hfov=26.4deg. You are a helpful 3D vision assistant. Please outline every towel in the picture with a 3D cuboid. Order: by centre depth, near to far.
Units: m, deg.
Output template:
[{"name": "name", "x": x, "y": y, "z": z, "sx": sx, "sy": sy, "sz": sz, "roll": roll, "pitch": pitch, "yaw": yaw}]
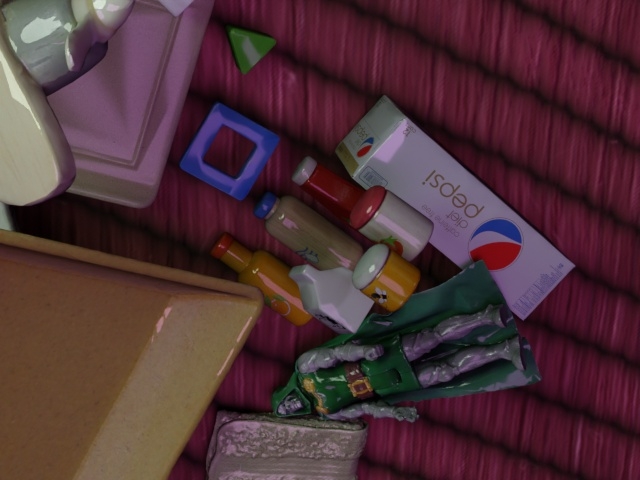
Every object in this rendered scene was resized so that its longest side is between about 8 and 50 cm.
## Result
[{"name": "towel", "x": -0.033, "y": 0.208, "z": 1.258, "sx": 0.148, "sy": 0.027, "sz": 0.110, "roll": 4, "pitch": 111, "yaw": -14}]

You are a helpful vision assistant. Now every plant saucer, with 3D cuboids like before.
[{"name": "plant saucer", "x": -0.247, "y": 0.134, "z": 1.061, "sx": 0.333, "sy": 0.081, "sz": 0.332, "roll": 16, "pitch": 109, "yaw": -47}]

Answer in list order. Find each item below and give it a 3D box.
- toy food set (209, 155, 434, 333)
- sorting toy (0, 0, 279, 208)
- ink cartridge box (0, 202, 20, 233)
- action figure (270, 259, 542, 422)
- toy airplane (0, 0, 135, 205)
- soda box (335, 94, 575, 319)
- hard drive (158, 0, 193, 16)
[{"name": "toy food set", "x": 0.000, "y": 0.000, "z": 1.093, "sx": 0.104, "sy": 0.232, "sz": 0.111, "roll": 35, "pitch": 77, "yaw": -13}, {"name": "sorting toy", "x": -0.196, "y": -0.139, "z": 1.076, "sx": 0.348, "sy": 0.047, "sz": 0.196, "roll": 14, "pitch": 104, "yaw": -17}, {"name": "ink cartridge box", "x": -0.361, "y": -0.057, "z": 1.014, "sx": 0.232, "sy": 0.066, "sz": 0.189, "roll": -16, "pitch": 113, "yaw": -8}, {"name": "action figure", "x": 0.061, "y": 0.112, "z": 1.198, "sx": 0.232, "sy": 0.063, "sz": 0.137, "roll": -20, "pitch": 114, "yaw": 19}, {"name": "toy airplane", "x": -0.279, "y": -0.252, "z": 0.863, "sx": 0.272, "sy": 0.384, "sz": 0.386, "roll": -30, "pitch": 137, "yaw": -48}, {"name": "soda box", "x": 0.115, "y": -0.027, "z": 1.173, "sx": 0.216, "sy": 0.074, "sz": 0.069, "roll": 39, "pitch": 99, "yaw": -23}, {"name": "hard drive", "x": -0.154, "y": -0.367, "z": 0.974, "sx": 0.353, "sy": 0.047, "sz": 0.233, "roll": 43, "pitch": 97, "yaw": -18}]
